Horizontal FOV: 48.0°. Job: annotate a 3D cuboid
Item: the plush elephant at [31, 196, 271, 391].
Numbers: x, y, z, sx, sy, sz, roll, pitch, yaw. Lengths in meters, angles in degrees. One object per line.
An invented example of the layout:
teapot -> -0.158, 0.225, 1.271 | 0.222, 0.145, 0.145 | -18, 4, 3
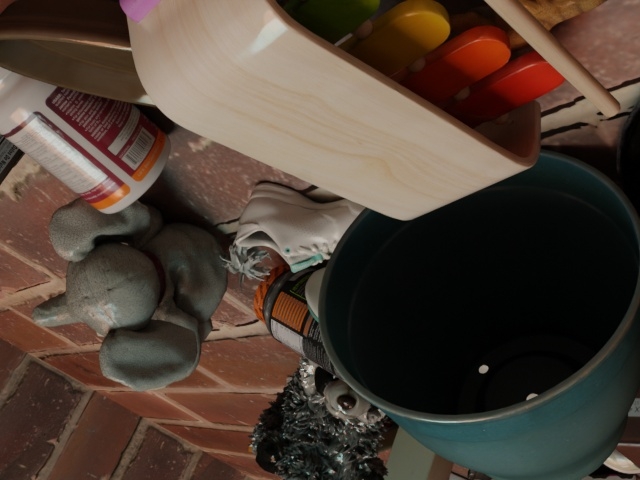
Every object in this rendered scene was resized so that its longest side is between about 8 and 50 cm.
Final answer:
plush elephant -> -0.258, 0.070, 0.974 | 0.330, 0.272, 0.255 | -23, 170, 37

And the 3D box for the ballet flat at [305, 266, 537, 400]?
ballet flat -> 0.181, 0.101, 0.870 | 0.400, 0.139, 0.139 | 25, 153, -11

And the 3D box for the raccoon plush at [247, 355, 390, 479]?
raccoon plush -> 0.009, 0.217, 1.220 | 0.216, 0.299, 0.446 | 16, -171, -18

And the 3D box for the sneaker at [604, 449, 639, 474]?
sneaker -> 0.496, 0.317, 1.070 | 0.161, 0.057, 0.075 | 15, 135, 21

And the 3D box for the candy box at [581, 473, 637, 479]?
candy box -> 0.412, 0.454, 1.260 | 0.233, 0.071, 0.159 | 2, 156, -13

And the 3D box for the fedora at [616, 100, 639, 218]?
fedora -> 0.364, -0.005, 0.474 | 0.334, 0.152, 0.334 | 19, 153, 10

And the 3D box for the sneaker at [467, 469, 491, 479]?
sneaker -> 0.322, 0.354, 1.216 | 0.130, 0.109, 0.286 | 12, 153, 10

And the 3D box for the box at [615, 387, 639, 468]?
box -> 0.533, 0.265, 0.844 | 0.381, 0.143, 0.191 | 37, 151, -26

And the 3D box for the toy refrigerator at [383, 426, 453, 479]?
toy refrigerator -> 0.167, 0.438, 1.303 | 0.094, 0.269, 0.102 | 5, 148, 33

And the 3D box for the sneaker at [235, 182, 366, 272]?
sneaker -> 0.000, 0.000, 0.844 | 0.212, 0.094, 0.080 | 12, 149, 23

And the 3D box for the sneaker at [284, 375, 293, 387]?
sneaker -> -0.027, 0.318, 1.496 | 0.109, 0.044, 0.040 | 8, 147, 26

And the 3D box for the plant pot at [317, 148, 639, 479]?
plant pot -> 0.173, 0.097, 0.672 | 0.271, 0.272, 0.255 | 4, 145, 35

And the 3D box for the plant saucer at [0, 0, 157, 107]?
plant saucer -> -0.150, -0.153, 0.625 | 0.278, 0.041, 0.278 | 8, 180, 0

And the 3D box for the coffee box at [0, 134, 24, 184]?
coffee box -> -0.524, -0.194, 0.892 | 0.168, 0.119, 0.297 | 0, 144, 37

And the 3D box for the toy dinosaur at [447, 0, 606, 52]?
toy dinosaur -> 0.117, -0.151, 0.511 | 0.112, 0.064, 0.211 | 35, 152, -22

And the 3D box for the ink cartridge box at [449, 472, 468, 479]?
ink cartridge box -> 0.282, 0.606, 1.711 | 0.218, 0.092, 0.158 | 24, 153, 4

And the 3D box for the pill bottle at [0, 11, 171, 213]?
pill bottle -> -0.283, -0.139, 0.793 | 0.121, 0.121, 0.221 | -6, 139, 45

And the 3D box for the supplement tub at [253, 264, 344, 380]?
supplement tub -> 0.005, 0.108, 0.985 | 0.190, 0.117, 0.117 | 26, 159, 36

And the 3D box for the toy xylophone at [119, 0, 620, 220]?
toy xylophone -> 0.046, -0.105, 0.472 | 0.236, 0.081, 0.322 | -19, 150, 35

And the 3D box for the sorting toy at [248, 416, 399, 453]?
sorting toy -> 0.021, 0.377, 1.413 | 0.229, 0.041, 0.307 | 1, -179, 40
